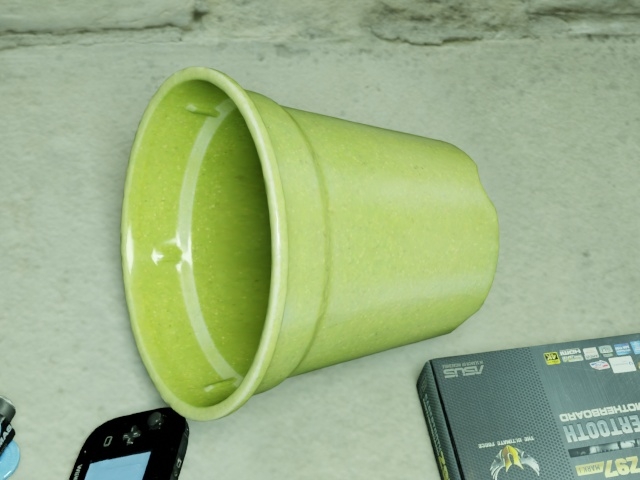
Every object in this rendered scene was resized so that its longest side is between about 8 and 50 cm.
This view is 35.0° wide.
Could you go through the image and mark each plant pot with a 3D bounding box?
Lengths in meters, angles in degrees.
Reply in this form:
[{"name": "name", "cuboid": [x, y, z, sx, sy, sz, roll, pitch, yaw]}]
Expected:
[{"name": "plant pot", "cuboid": [0.000, 0.000, 0.862, 0.254, 0.276, 0.276, -2, 54, -34]}]

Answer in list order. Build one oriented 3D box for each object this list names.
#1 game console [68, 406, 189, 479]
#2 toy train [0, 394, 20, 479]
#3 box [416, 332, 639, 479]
[{"name": "game console", "cuboid": [-0.191, 0.275, 0.731, 0.213, 0.044, 0.361, -8, 41, 20]}, {"name": "toy train", "cuboid": [-0.316, 0.193, 0.794, 0.105, 0.080, 0.184, 17, 57, 15]}, {"name": "box", "cuboid": [0.217, 0.181, 0.882, 0.233, 0.059, 0.183, -5, 58, -11]}]
